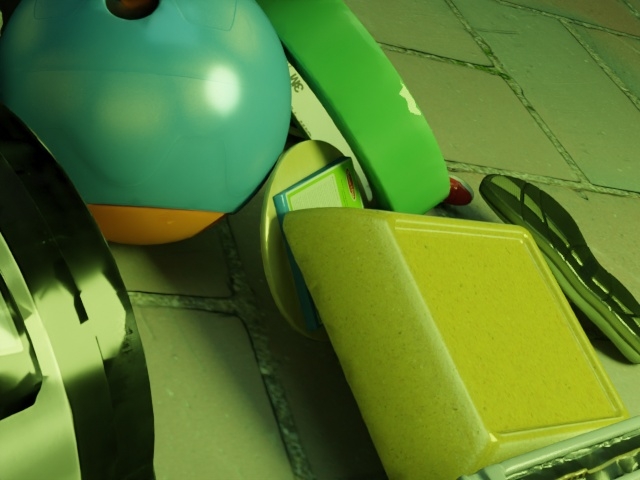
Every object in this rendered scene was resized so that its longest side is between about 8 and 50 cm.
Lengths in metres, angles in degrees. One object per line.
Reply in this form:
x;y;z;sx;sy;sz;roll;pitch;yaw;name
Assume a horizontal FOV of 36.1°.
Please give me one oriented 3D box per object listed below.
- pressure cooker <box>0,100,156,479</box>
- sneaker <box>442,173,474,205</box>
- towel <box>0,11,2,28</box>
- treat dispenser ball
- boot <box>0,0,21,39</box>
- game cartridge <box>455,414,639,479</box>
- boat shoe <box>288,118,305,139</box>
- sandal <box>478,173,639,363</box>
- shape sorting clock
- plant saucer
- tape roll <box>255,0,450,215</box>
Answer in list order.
-0.298;0.088;0.509;0.375;0.370;0.420;11;21;35;pressure cooker
0.141;-0.068;1.295;0.118;0.042;0.067;23;29;9;sneaker
-0.392;-0.170;0.907;0.121;0.235;0.283;-13;49;-42;towel
-0.172;-0.139;0.962;0.288;0.288;0.288;18;35;-13;treat dispenser ball
-0.320;-0.265;1.086;0.091;0.229;0.263;40;36;19;boot
0.164;0.228;0.774;0.294;0.196;0.060;-7;53;-38;game cartridge
-0.005;-0.214;1.367;0.080;0.073;0.223;27;34;1;boat shoe
0.293;0.040;1.225;0.303;0.086;0.120;53;34;12;sandal
0.000;0.000;1.007;0.040;0.206;0.206;-3;15;37;shape sorting clock
0.158;0.096;0.945;0.333;0.081;0.333;3;53;-44;plant saucer
0.022;-0.158;1.122;0.077;0.321;0.321;-36;58;-4;tape roll
